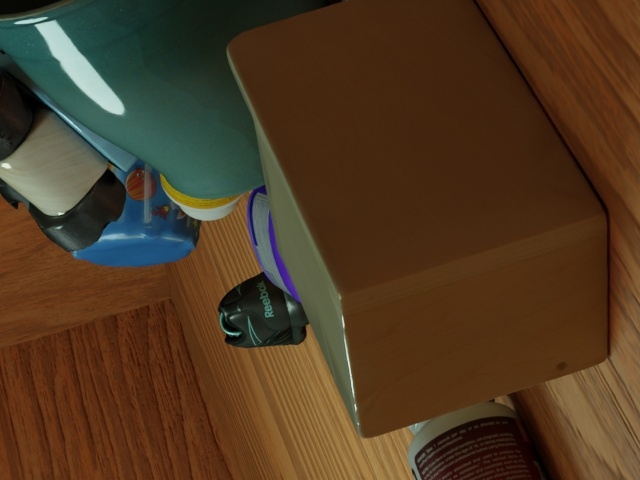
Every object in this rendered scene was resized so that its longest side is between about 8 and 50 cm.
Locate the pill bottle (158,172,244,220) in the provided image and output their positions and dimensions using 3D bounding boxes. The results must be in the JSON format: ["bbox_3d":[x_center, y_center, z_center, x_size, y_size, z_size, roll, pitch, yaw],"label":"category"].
[{"bbox_3d":[-0.142,-0.113,2.308,0.215,0.117,0.117,88,163,-60],"label":"pill bottle"}]

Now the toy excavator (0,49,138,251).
[{"bbox_3d":[-0.284,-0.265,2.249,0.222,0.445,0.433,45,174,-38],"label":"toy excavator"}]

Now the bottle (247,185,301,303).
[{"bbox_3d":[0.000,0.000,1.691,0.283,0.092,0.118,-157,50,-79],"label":"bottle"}]

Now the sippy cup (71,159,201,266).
[{"bbox_3d":[-0.245,-0.088,2.483,0.240,0.305,0.224,137,131,-70],"label":"sippy cup"}]

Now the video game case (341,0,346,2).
[{"bbox_3d":[0.010,-0.284,1.318,0.274,0.026,0.196,88,164,-62],"label":"video game case"}]

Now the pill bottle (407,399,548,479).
[{"bbox_3d":[0.112,0.168,1.315,0.086,0.086,0.152,87,164,-58],"label":"pill bottle"}]

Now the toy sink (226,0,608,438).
[{"bbox_3d":[0.052,-0.022,1.113,0.131,0.153,0.234,81,168,-45],"label":"toy sink"}]

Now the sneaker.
[{"bbox_3d":[-0.075,0.081,2.299,0.267,0.106,0.101,108,144,-78],"label":"sneaker"}]

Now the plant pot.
[{"bbox_3d":[-0.109,-0.179,1.506,0.255,0.271,0.272,54,-175,-36],"label":"plant pot"}]
